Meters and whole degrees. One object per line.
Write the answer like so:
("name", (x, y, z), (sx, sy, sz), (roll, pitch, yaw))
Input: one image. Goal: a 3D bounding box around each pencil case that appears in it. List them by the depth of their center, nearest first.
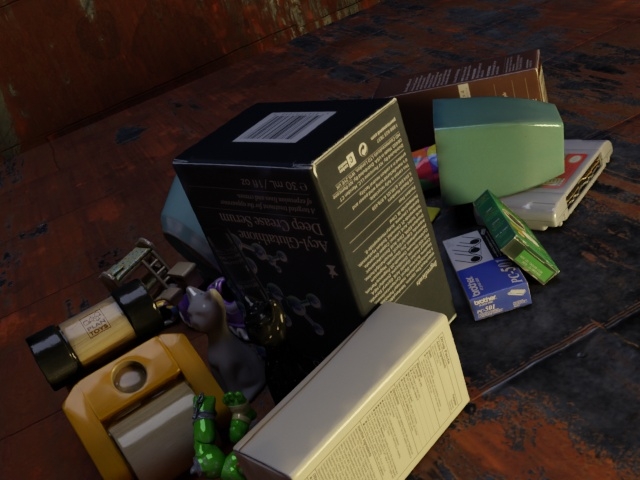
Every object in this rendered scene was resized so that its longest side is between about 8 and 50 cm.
("pencil case", (0.283, -0.171, 1.627), (0.236, 0.104, 0.104), (-16, 28, 7))

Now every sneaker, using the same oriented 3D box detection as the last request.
("sneaker", (-0.185, 0.112, 1.405), (0.236, 0.104, 0.095), (5, 37, 40))
("sneaker", (-0.301, 0.125, 1.504), (0.084, 0.069, 0.185), (10, 48, 42))

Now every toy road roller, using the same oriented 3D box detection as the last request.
("toy road roller", (-0.296, 0.245, 1.190), (0.202, 0.240, 0.329), (-31, 67, -21))

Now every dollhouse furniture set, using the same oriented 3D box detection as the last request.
("dollhouse furniture set", (-0.346, 0.093, 1.414), (0.161, 0.101, 0.182), (3, 42, 45))

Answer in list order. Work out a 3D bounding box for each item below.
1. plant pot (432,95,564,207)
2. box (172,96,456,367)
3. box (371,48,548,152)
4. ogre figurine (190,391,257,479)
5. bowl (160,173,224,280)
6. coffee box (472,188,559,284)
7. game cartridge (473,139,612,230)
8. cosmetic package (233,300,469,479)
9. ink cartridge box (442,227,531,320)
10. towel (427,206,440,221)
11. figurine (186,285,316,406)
("plant pot", (0.342, -0.183, 1.440), (0.234, 0.165, 0.165), (-6, 30, 12))
("box", (0.000, 0.000, 1.172), (0.294, 0.395, 0.212), (7, 38, 42))
("box", (0.327, -0.299, 1.730), (0.381, 0.191, 0.143), (-7, 30, 24))
("ogre figurine", (-0.091, 0.287, 1.020), (0.097, 0.197, 0.118), (-45, 21, 44))
("bowl", (-0.197, -0.021, 1.499), (0.311, 0.311, 0.163), (18, 65, 49))
("coffee box", (0.333, -0.008, 1.284), (0.040, 0.113, 0.184), (-47, 23, 18))
("game cartridge", (0.434, -0.120, 1.487), (0.196, 0.060, 0.294), (2, 34, 43))
("cosmetic package", (0.053, 0.236, 0.967), (0.113, 0.160, 0.309), (9, 38, 44))
("ink cartridge box", (0.281, 0.051, 1.277), (0.097, 0.046, 0.207), (-18, 27, 5))
("towel", (0.149, -0.003, 1.493), (0.102, 0.021, 0.237), (8, 37, 33))
("figurine", (-0.110, 0.163, 1.149), (0.215, 0.209, 0.092), (6, 36, 40))
